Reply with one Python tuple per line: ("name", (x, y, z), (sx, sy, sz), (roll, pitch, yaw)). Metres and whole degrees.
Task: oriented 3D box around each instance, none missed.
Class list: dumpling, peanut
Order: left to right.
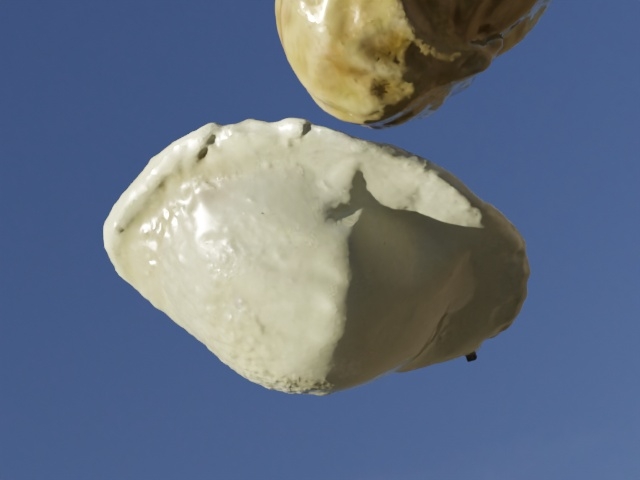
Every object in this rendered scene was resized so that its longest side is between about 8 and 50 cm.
("dumpling", (-0.004, -0.001, 0.946), (0.126, 0.216, 0.166), (-43, -25, -44))
("peanut", (0.092, -0.204, 0.938), (0.325, 0.153, 0.140), (-52, -46, -8))
